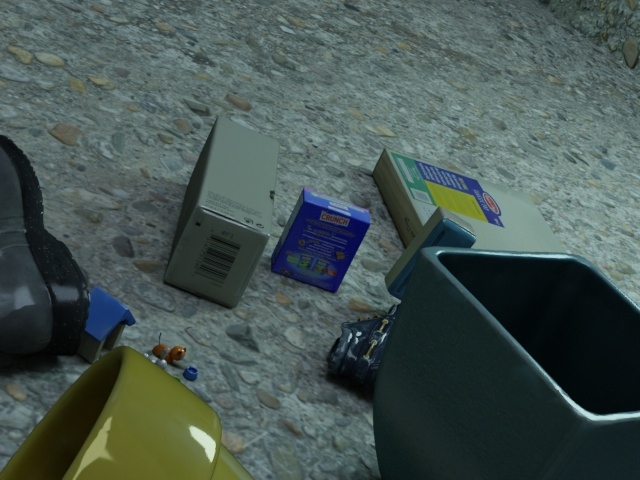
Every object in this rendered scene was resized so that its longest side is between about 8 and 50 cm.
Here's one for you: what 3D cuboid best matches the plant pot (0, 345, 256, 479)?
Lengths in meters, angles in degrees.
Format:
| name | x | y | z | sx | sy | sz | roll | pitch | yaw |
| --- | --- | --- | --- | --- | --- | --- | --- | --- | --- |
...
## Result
| name | x | y | z | sx | sy | sz | roll | pitch | yaw |
| --- | --- | --- | --- | --- | --- | --- | --- | --- | --- |
| plant pot | -0.112 | 0.240 | 0.818 | 0.239 | 0.254 | 0.254 | 38 | 23 | -12 |

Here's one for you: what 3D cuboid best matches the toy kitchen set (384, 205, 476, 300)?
| name | x | y | z | sx | sy | sz | roll | pitch | yaw |
| --- | --- | --- | --- | --- | --- | --- | --- | --- | --- |
| toy kitchen set | 0.203 | 0.084 | 1.482 | 0.207 | 0.122 | 0.166 | 30 | 19 | -17 |

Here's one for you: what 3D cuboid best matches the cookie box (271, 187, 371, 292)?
| name | x | y | z | sx | sy | sz | roll | pitch | yaw |
| --- | --- | --- | --- | --- | --- | --- | --- | --- | --- |
| cookie box | 0.000 | 0.000 | 1.517 | 0.091 | 0.107 | 0.040 | 19 | 26 | -15 |

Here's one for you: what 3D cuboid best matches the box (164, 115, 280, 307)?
| name | x | y | z | sx | sy | sz | roll | pitch | yaw |
| --- | --- | --- | --- | --- | --- | --- | --- | --- | --- |
| box | -0.115 | -0.041 | 1.486 | 0.094 | 0.113 | 0.275 | 22 | 27 | -10 |

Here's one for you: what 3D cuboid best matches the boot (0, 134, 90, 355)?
| name | x | y | z | sx | sy | sz | roll | pitch | yaw |
| --- | --- | --- | --- | --- | --- | --- | --- | --- | --- |
| boot | -0.379 | -0.007 | 1.175 | 0.222 | 0.118 | 0.338 | -1 | 32 | -36 |

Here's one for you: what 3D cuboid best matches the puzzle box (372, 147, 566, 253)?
| name | x | y | z | sx | sy | sz | roll | pitch | yaw |
| --- | --- | --- | --- | --- | --- | --- | --- | --- | --- |
| puzzle box | 0.245 | 0.013 | 1.791 | 0.272 | 0.052 | 0.409 | 16 | 27 | -20 |

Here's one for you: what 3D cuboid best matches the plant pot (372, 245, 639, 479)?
| name | x | y | z | sx | sy | sz | roll | pitch | yaw |
| --- | --- | --- | --- | --- | --- | --- | --- | --- | --- |
| plant pot | 0.196 | 0.181 | 1.186 | 0.247 | 0.252 | 0.247 | 2 | 33 | -40 |

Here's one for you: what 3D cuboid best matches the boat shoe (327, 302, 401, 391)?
| name | x | y | z | sx | sy | sz | roll | pitch | yaw |
| --- | --- | --- | --- | --- | --- | --- | --- | --- | --- |
| boat shoe | 0.061 | 0.110 | 1.416 | 0.083 | 0.065 | 0.183 | 22 | 23 | 0 |

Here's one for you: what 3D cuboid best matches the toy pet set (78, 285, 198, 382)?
| name | x | y | z | sx | sy | sz | roll | pitch | yaw |
| --- | --- | --- | --- | --- | --- | --- | --- | --- | --- |
| toy pet set | -0.183 | 0.098 | 1.204 | 0.114 | 0.065 | 0.122 | 34 | 26 | 15 |
